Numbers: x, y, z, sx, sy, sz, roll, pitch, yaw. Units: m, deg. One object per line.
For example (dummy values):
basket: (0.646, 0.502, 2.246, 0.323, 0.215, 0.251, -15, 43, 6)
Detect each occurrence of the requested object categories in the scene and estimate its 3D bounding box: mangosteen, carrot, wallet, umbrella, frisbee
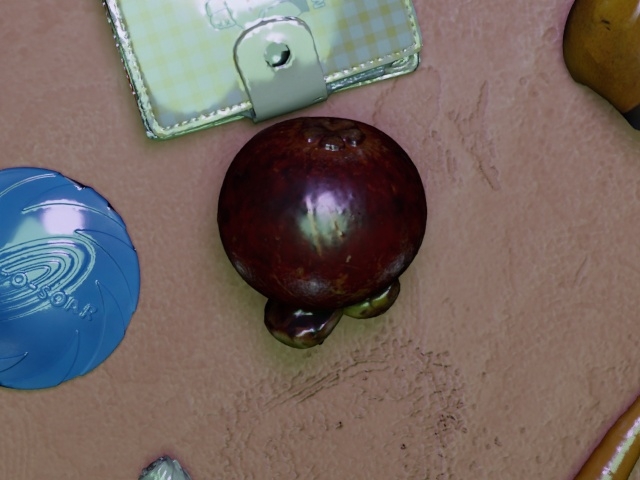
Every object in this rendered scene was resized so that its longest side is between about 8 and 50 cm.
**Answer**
mangosteen: (0.000, 0.000, 1.851, 0.215, 0.215, 0.257, 2, 117, -3)
carrot: (0.298, 0.272, 1.969, 0.069, 0.069, 0.336, 30, 93, -7)
wallet: (-0.063, -0.239, 1.875, 0.309, 0.077, 0.223, -17, 95, -1)
umbrella: (-0.141, 0.298, 1.956, 0.143, 0.062, 0.067, 49, 63, -7)
frisbee: (-0.313, 0.043, 1.916, 0.242, 0.045, 0.242, 0, 97, -1)

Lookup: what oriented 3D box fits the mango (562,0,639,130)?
mango: (0.383, -0.247, 1.851, 0.201, 0.152, 0.287, 29, 98, -15)
